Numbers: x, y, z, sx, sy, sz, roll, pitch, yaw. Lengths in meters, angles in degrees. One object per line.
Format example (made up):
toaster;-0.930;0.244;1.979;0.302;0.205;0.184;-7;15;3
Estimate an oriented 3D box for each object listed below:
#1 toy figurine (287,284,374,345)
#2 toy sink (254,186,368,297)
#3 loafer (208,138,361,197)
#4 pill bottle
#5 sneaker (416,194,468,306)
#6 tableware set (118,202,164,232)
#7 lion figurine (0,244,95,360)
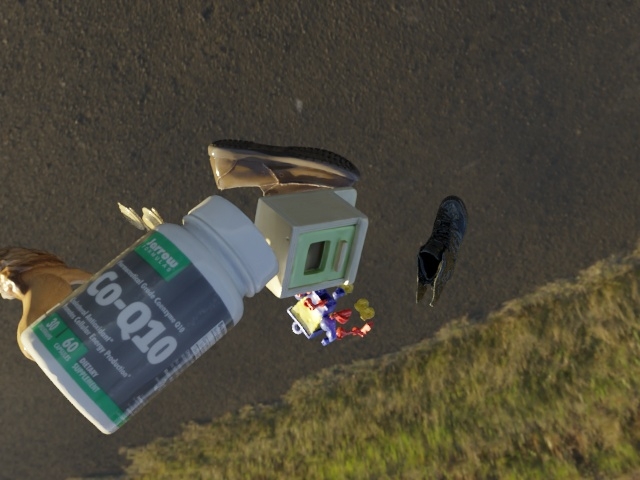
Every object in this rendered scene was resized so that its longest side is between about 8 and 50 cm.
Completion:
toy figurine;-0.049;0.176;1.867;0.191;0.362;0.217;-23;156;-49
toy sink;0.000;0.000;1.292;0.234;0.131;0.153;-9;124;-37
loafer;-0.087;-0.156;1.608;0.366;0.134;0.130;9;109;6
pill bottle;-0.252;0.103;1.050;0.361;0.204;0.204;-42;143;-20
sneaker;0.184;0.013;1.037;0.051;0.170;0.089;11;-175;28
tableware set;-0.310;-0.013;1.273;0.020;0.168;0.141;-48;127;-22
lion figurine;-0.524;0.136;1.305;0.240;0.392;0.142;18;104;-33
